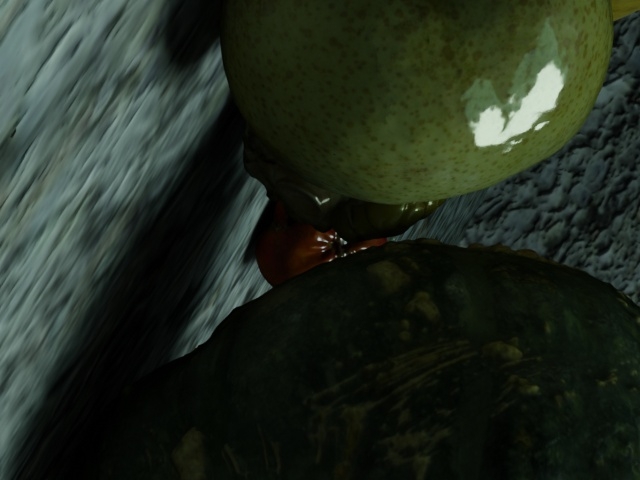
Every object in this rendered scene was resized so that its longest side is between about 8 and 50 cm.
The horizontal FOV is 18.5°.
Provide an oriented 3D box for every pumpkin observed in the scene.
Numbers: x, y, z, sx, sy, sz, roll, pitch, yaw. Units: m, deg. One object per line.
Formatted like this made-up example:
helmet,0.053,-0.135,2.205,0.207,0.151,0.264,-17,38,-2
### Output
pumpkin,0.036,0.138,1.003,0.327,0.291,0.257,-45,-152,30

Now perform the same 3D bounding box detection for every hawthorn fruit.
hawthorn fruit,0.000,0.000,1.247,0.093,0.093,0.093,-61,173,-14

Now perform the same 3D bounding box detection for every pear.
pear,0.040,-0.093,0.826,0.167,0.167,0.136,-54,142,-51

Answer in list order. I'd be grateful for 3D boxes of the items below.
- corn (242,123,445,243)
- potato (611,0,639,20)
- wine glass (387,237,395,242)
corn,0.051,-0.110,1.056,0.322,0.119,0.119,-61,173,-45
potato,0.101,-0.170,0.939,0.158,0.203,0.178,-51,180,21
wine glass,0.055,-0.104,1.282,0.074,0.074,0.262,-53,167,-53
